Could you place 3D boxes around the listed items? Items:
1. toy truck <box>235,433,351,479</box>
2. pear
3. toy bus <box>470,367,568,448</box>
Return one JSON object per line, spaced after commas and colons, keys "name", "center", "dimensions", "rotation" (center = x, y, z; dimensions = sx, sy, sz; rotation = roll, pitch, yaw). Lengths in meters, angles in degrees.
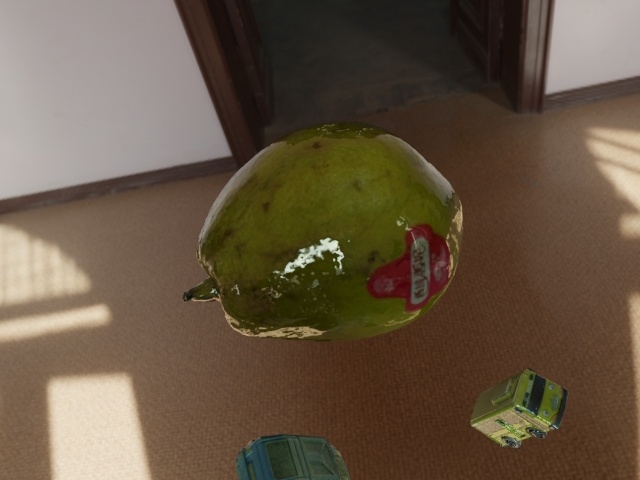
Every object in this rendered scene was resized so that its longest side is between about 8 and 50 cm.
{"name": "toy truck", "center": [-0.048, 0.510, 1.120], "dimensions": [0.156, 0.278, 0.155], "rotation": [-48, 43, 23]}
{"name": "pear", "center": [0.000, 0.000, 0.672], "dimensions": [0.375, 0.288, 0.287], "rotation": [-23, 42, -15]}
{"name": "toy bus", "center": [0.354, 0.304, 0.940], "dimensions": [0.101, 0.175, 0.088], "rotation": [32, 56, 6]}
